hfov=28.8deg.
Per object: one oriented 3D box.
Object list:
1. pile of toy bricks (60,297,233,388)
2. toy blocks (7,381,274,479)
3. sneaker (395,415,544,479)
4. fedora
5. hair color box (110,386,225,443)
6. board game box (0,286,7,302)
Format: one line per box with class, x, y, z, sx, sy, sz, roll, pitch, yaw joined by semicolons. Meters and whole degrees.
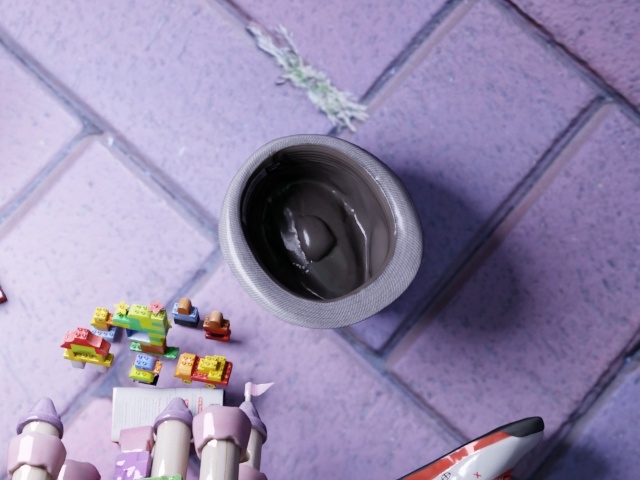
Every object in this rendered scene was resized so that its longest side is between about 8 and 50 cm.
pile of toy bricks;-0.213;0.111;1.568;0.212;0.105;0.118;9;55;6
toy blocks;-0.193;0.298;1.481;0.288;0.309;0.260;-9;42;7
sneaker;0.183;0.334;1.551;0.270;0.090;0.145;-27;80;-3
fedora;0.000;0.000;1.602;0.243;0.124;0.275;-38;72;-10
hair color box;-0.193;0.224;1.592;0.141;0.043;0.072;1;78;1
board game box;-0.568;0.082;1.627;0.281;0.027;0.145;-29;81;-7
